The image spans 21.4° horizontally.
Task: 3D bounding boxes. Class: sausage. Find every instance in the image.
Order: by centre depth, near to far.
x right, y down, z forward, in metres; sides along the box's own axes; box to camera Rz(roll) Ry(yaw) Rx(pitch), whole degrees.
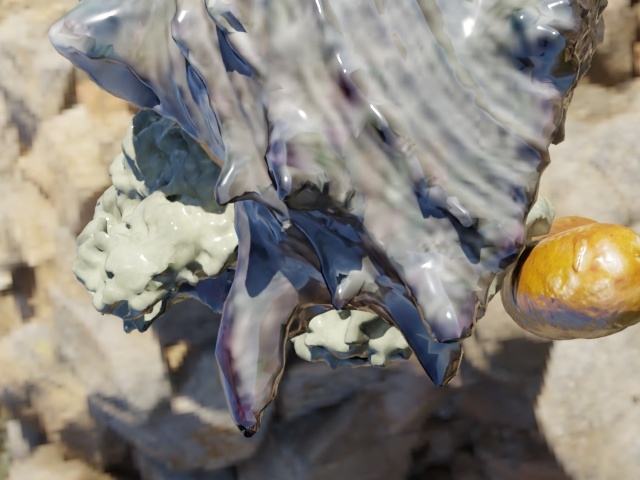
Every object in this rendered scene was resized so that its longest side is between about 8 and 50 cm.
[{"bbox_3d":[0.179,0.026,1.221,0.076,0.103,0.302,59,-175,-1],"label":"sausage"}]

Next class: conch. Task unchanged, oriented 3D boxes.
[{"bbox_3d":[0.024,-0.079,0.645,0.186,0.240,0.313,-14,52,21],"label":"conch"}]

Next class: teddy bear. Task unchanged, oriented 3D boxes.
[{"bbox_3d":[0.000,0.000,1.241,0.367,0.357,0.224,-118,14,-53],"label":"teddy bear"}]

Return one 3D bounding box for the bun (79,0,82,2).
[{"bbox_3d":[-0.034,-0.281,1.157,0.202,0.364,0.364,35,125,56],"label":"bun"}]
